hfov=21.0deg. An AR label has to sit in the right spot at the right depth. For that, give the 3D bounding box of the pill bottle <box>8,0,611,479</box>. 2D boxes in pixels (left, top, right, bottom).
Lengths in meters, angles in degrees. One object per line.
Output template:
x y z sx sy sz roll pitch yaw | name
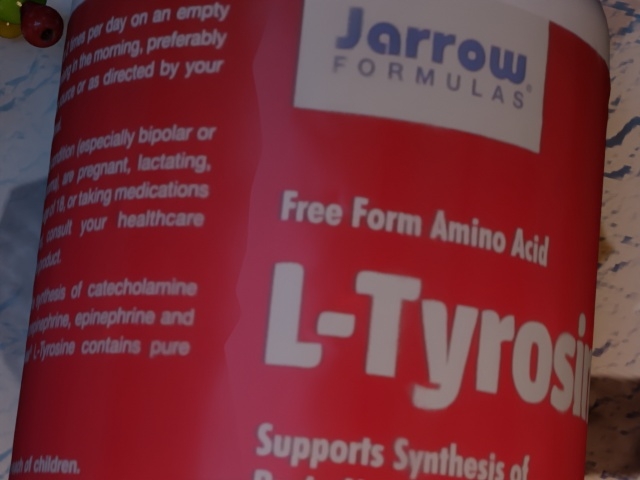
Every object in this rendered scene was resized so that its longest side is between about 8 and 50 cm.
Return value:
0.000 0.000 0.711 0.229 0.229 0.407 1 78 20 | pill bottle

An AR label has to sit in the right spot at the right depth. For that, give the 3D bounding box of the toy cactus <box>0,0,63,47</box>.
-0.240 -0.098 0.907 0.219 0.112 0.180 -34 50 12 | toy cactus
